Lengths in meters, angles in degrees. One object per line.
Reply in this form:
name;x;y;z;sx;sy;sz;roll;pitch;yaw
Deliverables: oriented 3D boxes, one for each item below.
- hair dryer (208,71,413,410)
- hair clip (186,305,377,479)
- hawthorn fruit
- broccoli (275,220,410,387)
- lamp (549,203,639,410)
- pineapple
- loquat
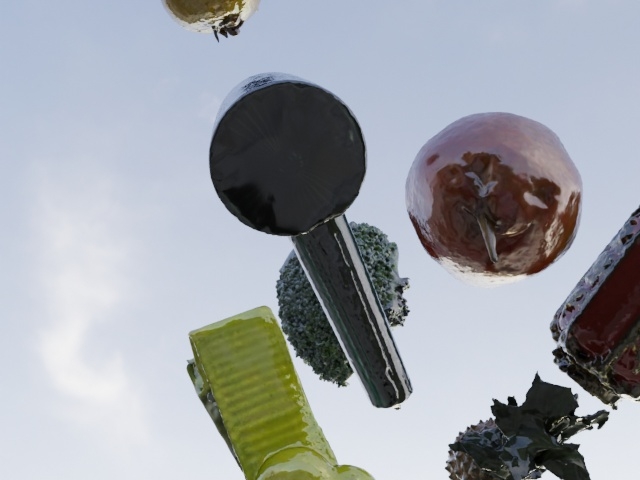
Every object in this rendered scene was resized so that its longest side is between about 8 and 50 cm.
hair dryer;0.000;0.000;0.703;0.116;0.244;0.303;-22;-76;1
hair clip;-0.008;0.113;0.374;0.072;0.173;0.046;-20;-25;-14
hawthorn fruit;0.196;-0.040;0.903;0.210;0.262;0.211;2;-78;9
broccoli;0.033;0.088;1.160;0.197;0.176;0.227;-16;-92;17
lamp;0.415;0.079;1.017;0.177;0.177;0.274;32;-82;-6
pineapple;0.217;0.236;0.875;0.130;0.119;0.277;46;-18;17
loquat;-0.152;-0.357;1.110;0.163;0.137;0.163;-1;-95;16
